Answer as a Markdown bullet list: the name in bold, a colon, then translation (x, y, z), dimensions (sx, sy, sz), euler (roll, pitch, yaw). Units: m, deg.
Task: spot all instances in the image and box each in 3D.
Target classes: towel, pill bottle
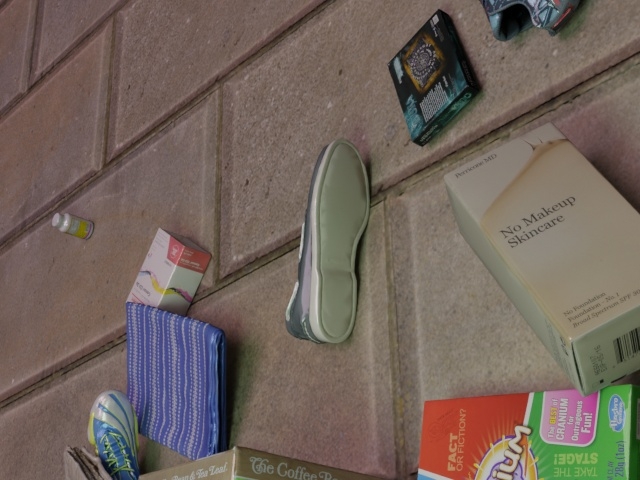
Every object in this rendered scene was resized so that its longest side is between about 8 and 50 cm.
- **towel**: translation (-0.376, 0.473, 1.895), dimensions (0.282, 0.049, 0.187), euler (30, 124, 58)
- **towel**: translation (-0.260, 0.245, 1.938), dimensions (0.336, 0.040, 0.243), euler (9, 99, 53)
- **pill bottle**: translation (-0.542, -0.034, 2.453), dimensions (0.043, 0.083, 0.043), euler (-27, 53, 43)

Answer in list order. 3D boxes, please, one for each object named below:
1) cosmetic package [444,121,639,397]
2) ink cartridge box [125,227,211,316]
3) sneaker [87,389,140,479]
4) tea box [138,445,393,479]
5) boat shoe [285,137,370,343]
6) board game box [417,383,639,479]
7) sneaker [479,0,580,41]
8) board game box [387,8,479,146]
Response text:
- **cosmetic package**: translation (0.285, 0.013, 1.300), dimensions (0.160, 0.113, 0.309), euler (-28, 44, -4)
- **ink cartridge box**: translation (-0.291, 0.090, 2.087), dimensions (0.115, 0.067, 0.198), euler (30, 98, 53)
- **sneaker**: translation (-0.343, 0.385, 1.961), dimensions (0.126, 0.091, 0.240), euler (19, 114, 57)
- **tea box**: translation (-0.046, 0.451, 1.379), dimensions (0.220, 0.329, 0.323), euler (-26, 55, 44)
- **boat shoe**: translation (0.000, 0.000, 1.720), dimensions (0.099, 0.116, 0.319), euler (-9, 72, 46)
- **board game box**: translation (0.243, 0.300, 1.305), dimensions (0.317, 0.064, 0.242), euler (-15, 62, 48)
- **sneaker**: translation (0.251, -0.346, 1.574), dimensions (0.262, 0.104, 0.125), euler (26, 96, 54)
- **board game box**: translation (0.165, -0.245, 1.687), dimensions (0.126, 0.026, 0.186), euler (-44, 39, 32)
